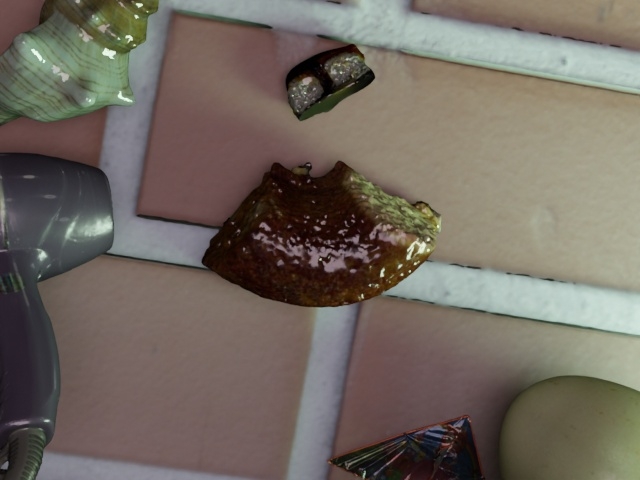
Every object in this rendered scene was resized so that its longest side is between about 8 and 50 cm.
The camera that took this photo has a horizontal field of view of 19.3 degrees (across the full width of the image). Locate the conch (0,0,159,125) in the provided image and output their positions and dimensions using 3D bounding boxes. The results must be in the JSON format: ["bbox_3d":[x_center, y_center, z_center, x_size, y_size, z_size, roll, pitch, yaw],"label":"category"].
[{"bbox_3d":[-0.216,-0.151,1.618,0.114,0.137,0.234,40,82,7],"label":"conch"}]

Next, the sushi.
[{"bbox_3d":[0.005,-0.146,1.706,0.083,0.044,0.046,-28,77,-7],"label":"sushi"}]

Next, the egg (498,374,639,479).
[{"bbox_3d":[0.266,0.230,1.695,0.254,0.188,0.188,44,88,-3],"label":"egg"}]

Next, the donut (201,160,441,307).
[{"bbox_3d":[0.008,0.008,1.676,0.187,0.126,0.144,26,98,-10],"label":"donut"}]

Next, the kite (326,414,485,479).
[{"bbox_3d":[0.097,0.232,1.760,0.190,0.010,0.159,30,91,-9],"label":"kite"}]

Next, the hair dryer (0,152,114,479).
[{"bbox_3d":[-0.297,0.077,1.537,0.301,0.361,0.121,-7,139,-16],"label":"hair dryer"}]
